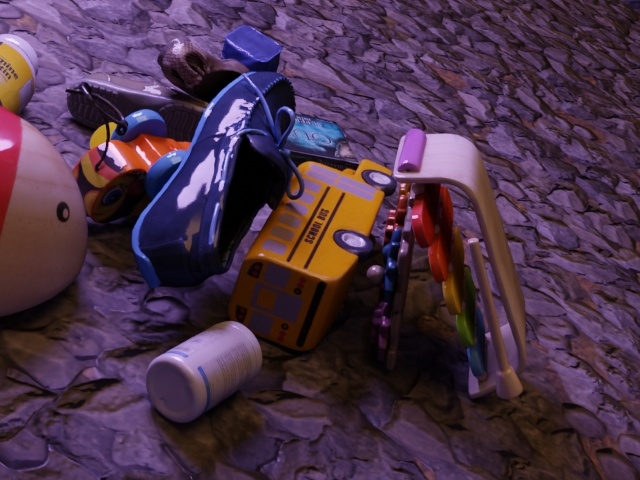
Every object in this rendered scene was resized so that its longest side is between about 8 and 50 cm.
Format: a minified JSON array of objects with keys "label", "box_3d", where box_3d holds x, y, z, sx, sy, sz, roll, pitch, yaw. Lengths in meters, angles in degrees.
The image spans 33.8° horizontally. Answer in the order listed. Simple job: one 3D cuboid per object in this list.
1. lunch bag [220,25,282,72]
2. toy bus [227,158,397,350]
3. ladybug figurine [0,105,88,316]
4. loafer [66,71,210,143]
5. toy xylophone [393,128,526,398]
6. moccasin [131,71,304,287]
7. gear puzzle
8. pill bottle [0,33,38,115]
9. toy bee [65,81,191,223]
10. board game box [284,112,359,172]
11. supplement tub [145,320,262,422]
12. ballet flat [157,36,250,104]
[{"label":"lunch bag","box_3d":[-0.118,-0.300,1.722,0.098,0.065,0.067,35,47,16]},{"label":"toy bus","box_3d":[0.000,0.000,1.288,0.130,0.108,0.333,20,30,3]},{"label":"ladybug figurine","box_3d":[-0.440,-0.065,1.021,0.449,0.162,0.305,9,33,-24]},{"label":"loafer","box_3d":[-0.212,-0.176,1.428,0.251,0.094,0.087,21,34,-6]},{"label":"toy xylophone","box_3d":[0.164,0.035,1.172,0.081,0.323,0.236,-13,18,17]},{"label":"moccasin","box_3d":[-0.083,-0.065,1.182,0.116,0.138,0.342,0,47,26]},{"label":"gear puzzle","box_3d":[0.094,-0.003,1.303,0.044,0.176,0.339,8,30,6]},{"label":"pill bottle","box_3d":[-0.413,-0.189,1.295,0.103,0.103,0.184,21,30,-6]},{"label":"toy bee","box_3d":[-0.232,-0.077,1.230,0.298,0.162,0.195,34,15,-44]},{"label":"board game box","box_3d":[-0.044,-0.155,1.583,0.186,0.026,0.126,8,34,-26]},{"label":"supplement tub","box_3d":[-0.114,0.129,1.041,0.071,0.071,0.107,36,32,19]},{"label":"ballet flat","box_3d":[-0.148,-0.220,1.455,0.058,0.084,0.250,48,8,14]}]
